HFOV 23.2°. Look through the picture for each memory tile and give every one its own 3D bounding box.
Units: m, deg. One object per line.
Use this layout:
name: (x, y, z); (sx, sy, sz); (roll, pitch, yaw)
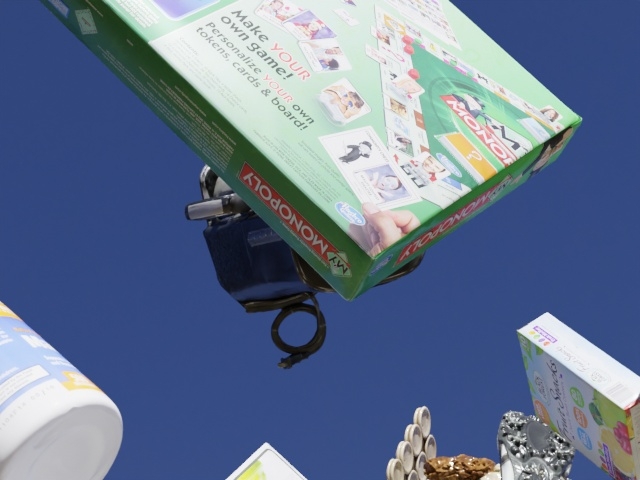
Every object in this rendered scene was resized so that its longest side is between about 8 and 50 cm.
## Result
memory tile: (0.106, 0.268, 1.762); (0.012, 0.148, 0.113); (-4, -66, 23)

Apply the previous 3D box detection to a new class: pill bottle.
pill bottle: (-0.331, 0.142, 1.514); (0.152, 0.272, 0.152); (-34, -36, -29)

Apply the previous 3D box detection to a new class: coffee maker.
coffee maker: (0.000, 0.000, 1.144); (0.120, 0.178, 0.171); (-37, -79, -20)

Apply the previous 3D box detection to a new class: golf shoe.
golf shoe: (0.190, 0.230, 1.431); (0.077, 0.198, 0.093); (17, -66, -2)

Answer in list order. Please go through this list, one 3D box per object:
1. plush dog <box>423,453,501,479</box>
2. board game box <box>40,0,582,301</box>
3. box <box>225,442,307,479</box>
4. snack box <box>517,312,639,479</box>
plush dog: (0.204, 0.338, 1.702); (0.211, 0.225, 0.262); (-36, -75, 33)
board game box: (-0.017, -0.126, 0.974); (0.213, 0.317, 0.046); (-32, -21, -40)
box: (-0.127, 0.322, 1.349); (0.087, 0.169, 0.290); (43, -70, 6)
snack box: (0.222, 0.134, 1.270); (0.037, 0.141, 0.100); (-27, -55, -18)
